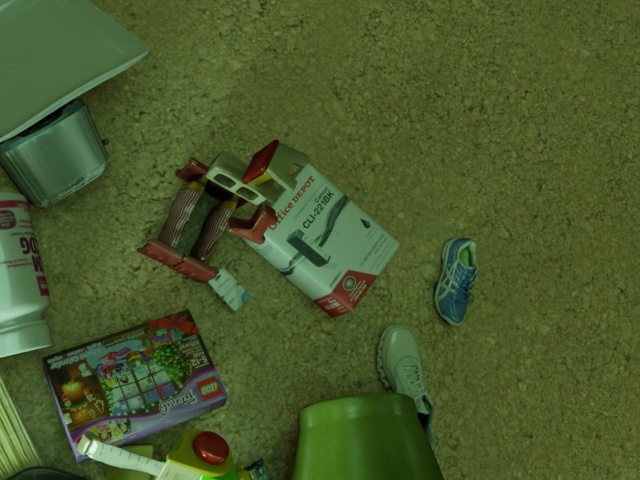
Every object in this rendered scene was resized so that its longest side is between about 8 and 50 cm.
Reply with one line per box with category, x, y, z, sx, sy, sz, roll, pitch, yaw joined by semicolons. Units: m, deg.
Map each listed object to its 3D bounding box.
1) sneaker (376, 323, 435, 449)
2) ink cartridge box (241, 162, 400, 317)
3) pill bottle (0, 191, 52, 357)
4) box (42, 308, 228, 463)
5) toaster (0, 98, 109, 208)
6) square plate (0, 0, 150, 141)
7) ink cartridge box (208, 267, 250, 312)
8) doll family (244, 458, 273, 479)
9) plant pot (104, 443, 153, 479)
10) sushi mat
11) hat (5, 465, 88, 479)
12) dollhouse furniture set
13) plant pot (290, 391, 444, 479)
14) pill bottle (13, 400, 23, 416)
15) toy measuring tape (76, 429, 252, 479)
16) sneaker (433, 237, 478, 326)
sneaker;0.194;0.321;1.736;0.110;0.118;0.292;-2;78;-20
ink cartridge box;0.000;0.000;1.729;0.273;0.114;0.197;41;67;-8
pill bottle;-0.580;0.068;1.455;0.160;0.160;0.283;-13;86;-24
box;-0.348;0.267;1.527;0.293;0.057;0.201;-18;66;-24
toaster;-0.514;-0.160;1.536;0.227;0.129;0.146;-37;117;-22
square plate;-0.561;-0.352;1.550;0.347;0.049;0.344;-39;62;-24
ink cartridge box;-0.192;0.103;1.676;0.083;0.028;0.048;48;66;-6
doll family;-0.158;0.541;1.541;0.263;0.118;0.163;-23;85;-23
plant pot;-0.360;0.420;1.514;0.083;0.081;0.081;6;76;-13
sushi mat;-0.589;0.298;1.356;0.151;0.019;0.316;-28;107;-30
hat;-0.476;0.560;1.361;0.331;0.134;0.331;-5;98;-39
dollhouse furniture set;-0.196;-0.063;1.527;0.152;0.374;0.201;29;68;-18
plant pot;0.091;0.487;1.554;0.366;0.366;0.353;3;66;-21
pill bottle;-0.622;0.331;1.412;0.184;0.103;0.103;-35;92;-25
toy measuring tape;-0.274;0.385;1.470;0.330;0.121;0.121;24;70;-20
sneaker;0.313;0.091;1.853;0.080;0.081;0.211;10;76;-21
